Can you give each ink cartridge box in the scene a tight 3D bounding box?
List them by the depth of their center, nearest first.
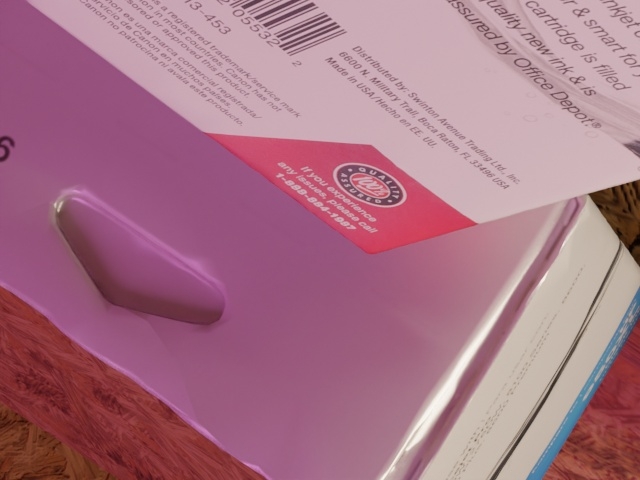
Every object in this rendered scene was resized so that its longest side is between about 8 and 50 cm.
[{"bbox_3d":[0.055,-0.099,0.478,0.237,0.100,0.172,-17,138,43],"label":"ink cartridge box"},{"bbox_3d":[0.000,0.000,0.820,0.285,0.166,0.395,32,-178,16],"label":"ink cartridge box"}]
